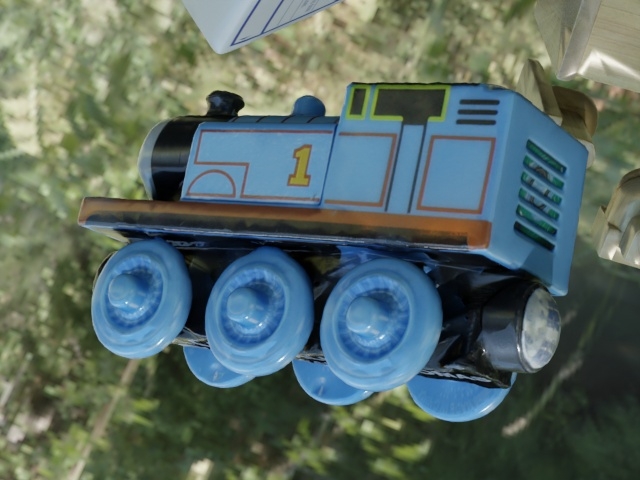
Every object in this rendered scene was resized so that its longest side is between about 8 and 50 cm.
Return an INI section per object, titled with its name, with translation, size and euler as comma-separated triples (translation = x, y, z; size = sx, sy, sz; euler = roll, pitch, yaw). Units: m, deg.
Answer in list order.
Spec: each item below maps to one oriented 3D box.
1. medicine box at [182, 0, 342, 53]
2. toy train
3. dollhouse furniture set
[medicine box]
translation = 0.048, -0.274, 0.867
size = 0.149, 0.289, 0.263
euler = 59, 157, 4
[toy train]
translation = 0.000, 0.000, 0.483
size = 0.184, 0.105, 0.080
euler = 4, 166, 35
[dollhouse furniture set]
translation = 0.180, -0.066, 0.715
size = 0.151, 0.144, 0.123
euler = 15, -157, -4
